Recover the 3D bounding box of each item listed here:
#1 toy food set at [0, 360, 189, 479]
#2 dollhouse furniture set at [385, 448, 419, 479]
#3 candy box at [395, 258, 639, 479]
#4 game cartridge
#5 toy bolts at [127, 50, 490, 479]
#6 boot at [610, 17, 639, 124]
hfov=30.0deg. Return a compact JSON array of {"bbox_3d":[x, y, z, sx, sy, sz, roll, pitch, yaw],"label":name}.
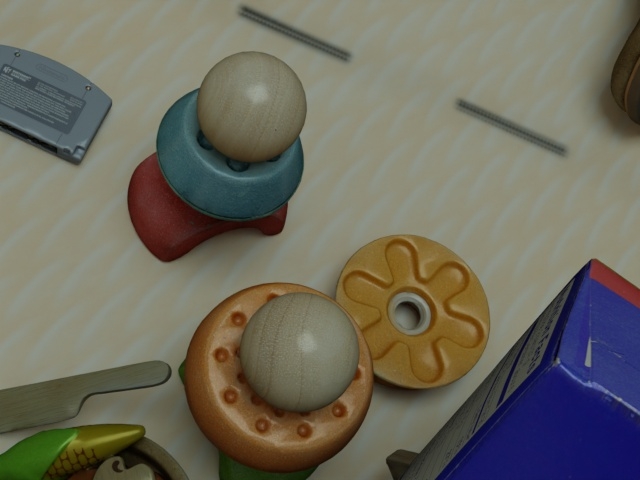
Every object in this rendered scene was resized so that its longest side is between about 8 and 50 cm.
[{"bbox_3d":[-0.125,0.157,0.614,0.132,0.038,0.192,-14,70,7],"label":"toy food set"},{"bbox_3d":[0.151,0.175,0.684,0.129,0.129,0.184,-31,103,-26],"label":"dollhouse furniture set"},{"bbox_3d":[0.126,0.210,0.534,0.268,0.317,0.122,36,29,1],"label":"candy box"},{"bbox_3d":[-0.176,-0.088,0.747,0.083,0.017,0.056,26,66,-4],"label":"game cartridge"},{"bbox_3d":[0.000,0.000,0.678,0.218,0.158,0.228,-20,74,-23],"label":"toy bolts"},{"bbox_3d":[0.277,-0.209,0.905,0.115,0.112,0.305,22,63,28],"label":"boot"}]
